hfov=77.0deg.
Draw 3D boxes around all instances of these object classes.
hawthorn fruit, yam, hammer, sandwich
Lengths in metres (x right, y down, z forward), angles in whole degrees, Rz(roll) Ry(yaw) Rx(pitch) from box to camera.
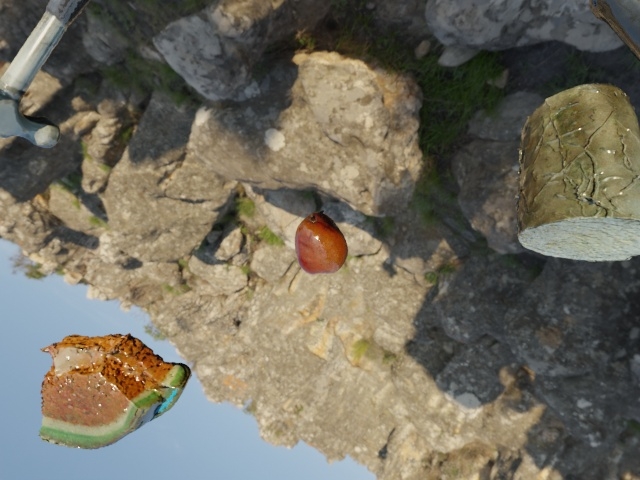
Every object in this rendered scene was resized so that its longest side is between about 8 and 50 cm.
[{"bbox_3d":[0.000,0.000,0.582,0.081,0.081,0.093,26,127,50],"label":"hawthorn fruit"},{"bbox_3d":[0.517,-0.126,0.798,0.241,0.347,0.241,10,152,6],"label":"yam"},{"bbox_3d":[-0.194,-0.185,0.304,0.029,0.246,0.103,41,-172,16],"label":"hammer"},{"bbox_3d":[-0.293,0.211,0.554,0.079,0.235,0.159,-71,-27,-64],"label":"sandwich"}]

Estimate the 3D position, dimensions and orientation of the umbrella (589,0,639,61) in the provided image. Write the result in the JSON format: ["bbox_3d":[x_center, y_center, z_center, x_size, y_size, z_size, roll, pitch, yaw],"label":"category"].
[{"bbox_3d":[0.206,-0.116,0.239,0.036,0.031,0.132,119,133,-60],"label":"umbrella"}]
